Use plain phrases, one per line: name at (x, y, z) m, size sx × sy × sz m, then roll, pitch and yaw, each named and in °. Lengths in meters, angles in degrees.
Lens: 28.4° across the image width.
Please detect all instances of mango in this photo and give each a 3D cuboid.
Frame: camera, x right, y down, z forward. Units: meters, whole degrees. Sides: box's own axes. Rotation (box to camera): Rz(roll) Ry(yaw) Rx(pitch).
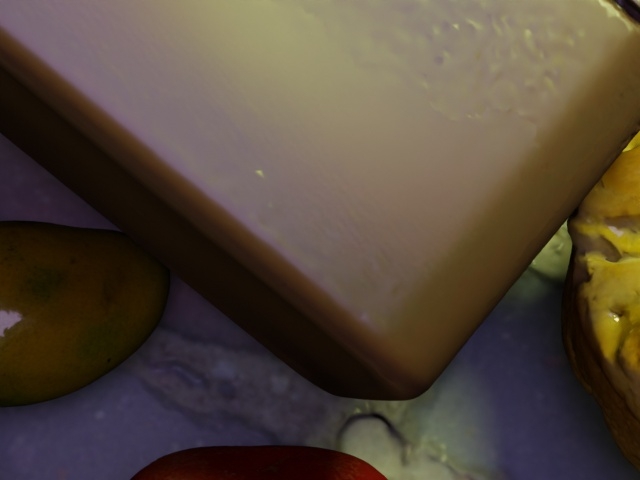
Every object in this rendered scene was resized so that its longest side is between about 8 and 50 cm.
mango at (-0.170, 0.043, 0.746) m, size 0.163 × 0.089 × 0.111 m, roll 4°, pitch 73°, yaw -13°

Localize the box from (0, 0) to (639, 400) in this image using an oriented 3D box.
box at (-0.023, -0.096, 0.680) m, size 0.339 × 0.239 × 0.229 m, roll 39°, pitch 78°, yaw -5°

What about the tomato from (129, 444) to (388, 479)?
tomato at (-0.032, 0.195, 0.684) m, size 0.187 × 0.151 × 0.187 m, roll 2°, pitch 76°, yaw -9°

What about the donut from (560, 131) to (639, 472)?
donut at (0.293, 0.029, 0.727) m, size 0.317 × 0.150 × 0.299 m, roll 5°, pitch 56°, yaw 0°
